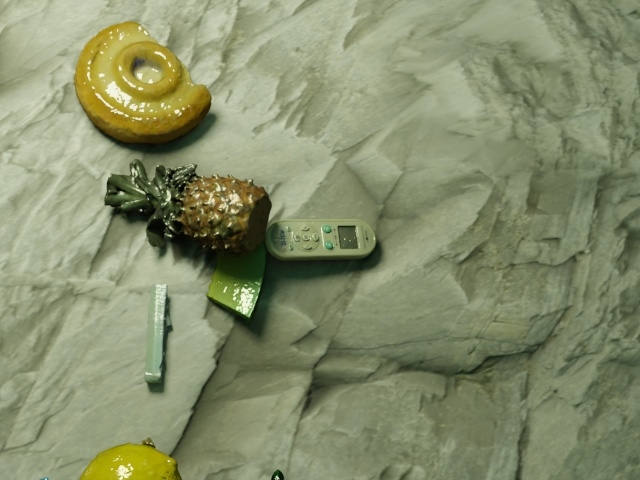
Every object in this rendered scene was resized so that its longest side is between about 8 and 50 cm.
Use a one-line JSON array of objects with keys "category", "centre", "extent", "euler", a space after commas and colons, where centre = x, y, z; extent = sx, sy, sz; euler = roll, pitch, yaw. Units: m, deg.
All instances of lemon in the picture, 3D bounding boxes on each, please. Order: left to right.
[{"category": "lemon", "centre": [-0.309, 0.422, 1.300], "extent": [0.173, 0.173, 0.206], "euler": [26, 84, 1]}]

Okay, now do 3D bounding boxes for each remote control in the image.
[{"category": "remote control", "centre": [0.000, 0.000, 1.555], "extent": [0.221, 0.042, 0.078], "euler": [-1, 69, -21]}]

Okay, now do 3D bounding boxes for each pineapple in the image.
[{"category": "pineapple", "centre": [-0.251, -0.061, 1.497], "extent": [0.310, 0.141, 0.170], "euler": [15, 85, 18]}]

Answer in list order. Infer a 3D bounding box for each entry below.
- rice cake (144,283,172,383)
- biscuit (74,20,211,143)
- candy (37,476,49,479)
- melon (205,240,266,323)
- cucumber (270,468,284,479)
[{"category": "rice cake", "centre": [-0.291, 0.168, 1.467], "extent": [0.042, 0.030, 0.180], "euler": [1, 70, -3]}, {"category": "biscuit", "centre": [-0.362, -0.299, 1.595], "extent": [0.274, 0.091, 0.213], "euler": [40, 67, 4]}, {"category": "candy", "centre": [-0.446, 0.524, 1.211], "extent": [0.157, 0.100, 0.306], "euler": [-15, 47, -16]}, {"category": "melon", "centre": [-0.155, 0.031, 1.543], "extent": [0.114, 0.053, 0.262], "euler": [-3, 66, 9]}, {"category": "cucumber", "centre": [-0.071, 0.461, 1.396], "extent": [0.032, 0.032, 0.133], "euler": [-2, 72, -10]}]
